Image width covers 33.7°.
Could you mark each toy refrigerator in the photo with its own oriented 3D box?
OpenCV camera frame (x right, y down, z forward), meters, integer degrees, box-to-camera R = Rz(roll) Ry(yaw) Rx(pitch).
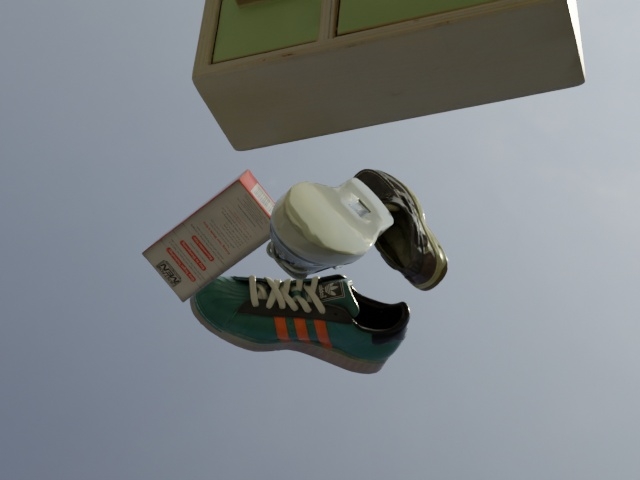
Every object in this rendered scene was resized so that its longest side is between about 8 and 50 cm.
[{"bbox_3d":[0.048,-0.154,0.776,0.270,0.094,0.102,-9,-128,18],"label":"toy refrigerator"}]

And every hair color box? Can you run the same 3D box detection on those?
[{"bbox_3d":[-0.111,-0.004,1.111,0.141,0.072,0.043,-35,-170,20],"label":"hair color box"}]

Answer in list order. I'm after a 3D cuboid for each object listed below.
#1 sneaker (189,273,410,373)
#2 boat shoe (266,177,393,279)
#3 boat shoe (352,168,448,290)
[{"bbox_3d":[-0.020,0.088,1.424,0.302,0.121,0.108,15,-140,-22],"label":"sneaker"},{"bbox_3d":[-0.001,-0.001,0.917,0.081,0.227,0.079,-43,-97,18],"label":"boat shoe"},{"bbox_3d":[0.095,-0.028,1.422,0.080,0.073,0.223,-41,-131,15],"label":"boat shoe"}]
